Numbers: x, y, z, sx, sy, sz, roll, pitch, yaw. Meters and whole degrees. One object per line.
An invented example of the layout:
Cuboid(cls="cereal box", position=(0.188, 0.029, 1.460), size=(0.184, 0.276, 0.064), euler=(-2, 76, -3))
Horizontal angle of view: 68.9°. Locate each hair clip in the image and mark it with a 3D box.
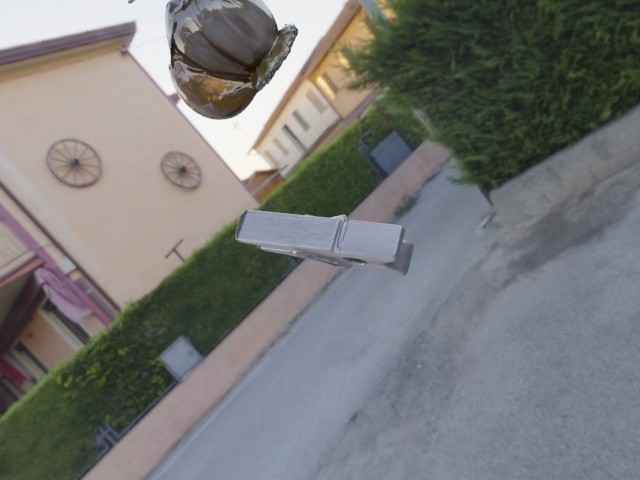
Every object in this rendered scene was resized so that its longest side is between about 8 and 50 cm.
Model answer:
Cuboid(cls="hair clip", position=(0.002, -0.004, 0.857), size=(0.330, 0.101, 0.085), euler=(6, 68, 30))

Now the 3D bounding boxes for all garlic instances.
Cuboid(cls="garlic", position=(-0.132, -0.286, 0.658), size=(0.207, 0.207, 0.256), euler=(-40, -2, 8))
